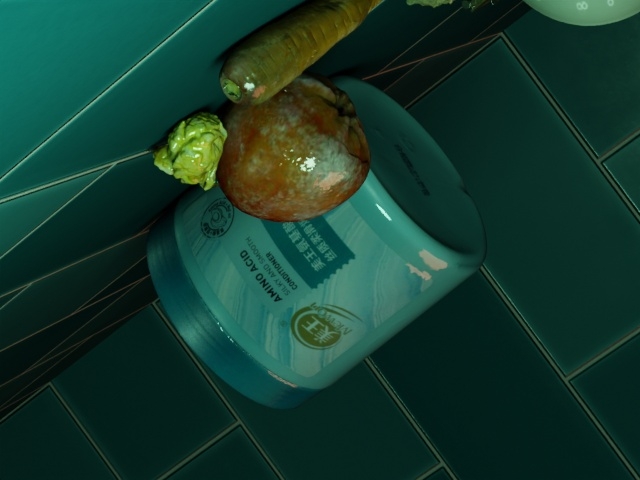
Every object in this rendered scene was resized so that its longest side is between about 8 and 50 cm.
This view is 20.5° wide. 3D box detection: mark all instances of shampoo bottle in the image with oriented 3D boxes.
[{"bbox_3d":[0.000,0.000,2.390,0.342,0.331,0.331,-38,178,22],"label":"shampoo bottle"}]

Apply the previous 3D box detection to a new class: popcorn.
[{"bbox_3d":[-0.139,-0.095,1.828,0.084,0.084,0.084,-36,178,-1],"label":"popcorn"}]

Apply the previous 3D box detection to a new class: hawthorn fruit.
[{"bbox_3d":[-0.037,-0.099,1.910,0.173,0.173,0.173,-36,178,-1],"label":"hawthorn fruit"}]

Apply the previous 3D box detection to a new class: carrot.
[{"bbox_3d":[-0.005,-0.199,1.662,0.248,0.059,0.059,-39,180,-35],"label":"carrot"}]

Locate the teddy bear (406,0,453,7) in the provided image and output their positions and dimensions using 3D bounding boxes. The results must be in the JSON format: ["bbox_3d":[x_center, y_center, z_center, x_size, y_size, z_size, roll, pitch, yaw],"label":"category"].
[{"bbox_3d":[0.148,-0.284,1.385,0.251,0.182,0.129,-39,-146,30],"label":"teddy bear"}]

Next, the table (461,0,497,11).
[{"bbox_3d":[0.193,-0.317,2.061,0.083,0.070,0.082,-37,179,37],"label":"table"}]

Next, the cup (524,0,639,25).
[{"bbox_3d":[0.250,-0.337,1.574,0.258,0.186,0.234,-66,169,0],"label":"cup"}]
